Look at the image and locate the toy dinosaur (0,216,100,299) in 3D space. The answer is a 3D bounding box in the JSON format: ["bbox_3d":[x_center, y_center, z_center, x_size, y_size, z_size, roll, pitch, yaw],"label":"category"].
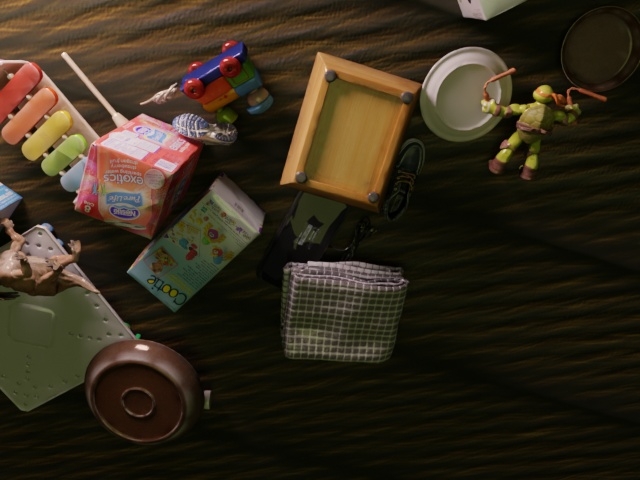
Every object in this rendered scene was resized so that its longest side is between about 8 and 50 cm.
[{"bbox_3d":[-0.654,0.083,1.317,0.296,0.127,0.200,18,122,-24],"label":"toy dinosaur"}]

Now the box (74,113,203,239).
[{"bbox_3d":[-0.349,-0.139,1.174,0.154,0.300,0.142,22,110,-9],"label":"box"}]

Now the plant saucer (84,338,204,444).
[{"bbox_3d":[-0.448,0.394,1.463,0.311,0.050,0.310,2,109,5],"label":"plant saucer"}]

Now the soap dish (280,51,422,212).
[{"bbox_3d":[0.063,-0.217,1.222,0.229,0.118,0.290,16,103,-5],"label":"soap dish"}]

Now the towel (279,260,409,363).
[{"bbox_3d":[0.047,0.169,1.370,0.284,0.121,0.234,4,120,-7],"label":"towel"}]

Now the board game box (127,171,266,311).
[{"bbox_3d":[-0.273,0.002,1.316,0.275,0.142,0.144,-41,106,15],"label":"board game box"}]

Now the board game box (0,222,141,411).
[{"bbox_3d":[-0.704,0.198,1.449,0.390,0.050,0.390,-28,109,11],"label":"board game box"}]

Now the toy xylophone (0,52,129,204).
[{"bbox_3d":[-0.549,-0.247,1.224,0.323,0.081,0.236,45,121,-11],"label":"toy xylophone"}]

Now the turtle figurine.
[{"bbox_3d":[0.452,-0.234,1.226,0.270,0.087,0.217,3,126,-11],"label":"turtle figurine"}]

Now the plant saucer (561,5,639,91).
[{"bbox_3d":[0.577,-0.394,1.209,0.169,0.029,0.168,0,112,0],"label":"plant saucer"}]

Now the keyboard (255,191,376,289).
[{"bbox_3d":[0.000,0.000,1.374,0.202,0.033,0.317,27,111,-8],"label":"keyboard"}]

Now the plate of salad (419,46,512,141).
[{"bbox_3d":[0.304,-0.307,1.237,0.200,0.048,0.199,-4,119,-7],"label":"plate of salad"}]

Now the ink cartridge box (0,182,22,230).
[{"bbox_3d":[-0.827,-0.079,1.273,0.233,0.168,0.171,37,107,-13],"label":"ink cartridge box"}]

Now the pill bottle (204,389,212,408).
[{"bbox_3d":[-0.344,0.412,1.524,0.117,0.065,0.065,3,112,0],"label":"pill bottle"}]

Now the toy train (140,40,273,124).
[{"bbox_3d":[-0.233,-0.294,1.230,0.248,0.105,0.143,-26,127,15],"label":"toy train"}]

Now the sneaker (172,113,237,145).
[{"bbox_3d":[-0.245,-0.224,1.236,0.135,0.058,0.052,14,72,-8],"label":"sneaker"}]

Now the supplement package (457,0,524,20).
[{"bbox_3d":[0.310,-0.532,1.066,0.149,0.194,0.203,-25,109,11],"label":"supplement package"}]

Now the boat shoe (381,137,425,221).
[{"bbox_3d":[0.186,-0.131,1.289,0.065,0.083,0.183,17,111,-6],"label":"boat shoe"}]
